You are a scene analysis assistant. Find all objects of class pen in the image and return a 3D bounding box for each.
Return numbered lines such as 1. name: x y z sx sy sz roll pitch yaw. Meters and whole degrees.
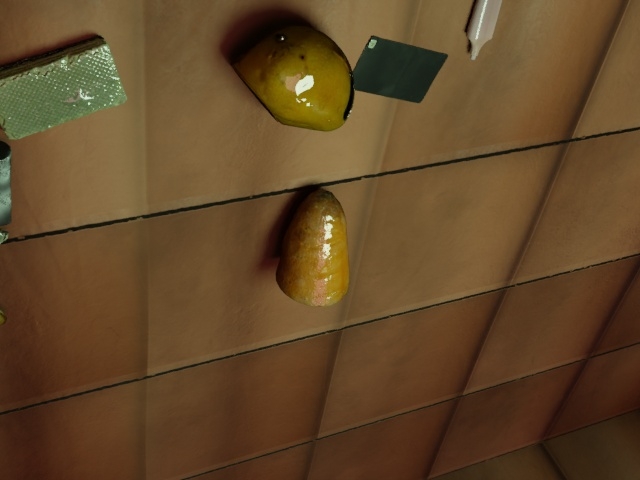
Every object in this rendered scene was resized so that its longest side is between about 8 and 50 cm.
1. pen: 0.307 -0.422 1.596 0.053 0.032 0.197 -11 135 -24

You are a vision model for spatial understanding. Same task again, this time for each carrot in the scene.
1. carrot: 0.000 0.000 1.771 0.159 0.159 0.225 -7 127 -26

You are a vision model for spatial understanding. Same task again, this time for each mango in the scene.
1. mango: -0.025 -0.269 1.470 0.166 0.136 0.236 -38 146 4

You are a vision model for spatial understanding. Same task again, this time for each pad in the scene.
1. pad: 0.145 -0.320 1.626 0.193 0.004 0.116 4 131 -36

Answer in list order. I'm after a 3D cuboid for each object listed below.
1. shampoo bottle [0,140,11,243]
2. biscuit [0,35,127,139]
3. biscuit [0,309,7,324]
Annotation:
1. shampoo bottle: -0.540 -0.069 1.420 0.064 0.057 0.207 -12 140 -33
2. biscuit: -0.412 -0.234 1.337 0.199 0.040 0.121 -22 142 -11
3. biscuit: -0.703 0.118 1.540 0.172 0.029 0.254 -30 141 -2
